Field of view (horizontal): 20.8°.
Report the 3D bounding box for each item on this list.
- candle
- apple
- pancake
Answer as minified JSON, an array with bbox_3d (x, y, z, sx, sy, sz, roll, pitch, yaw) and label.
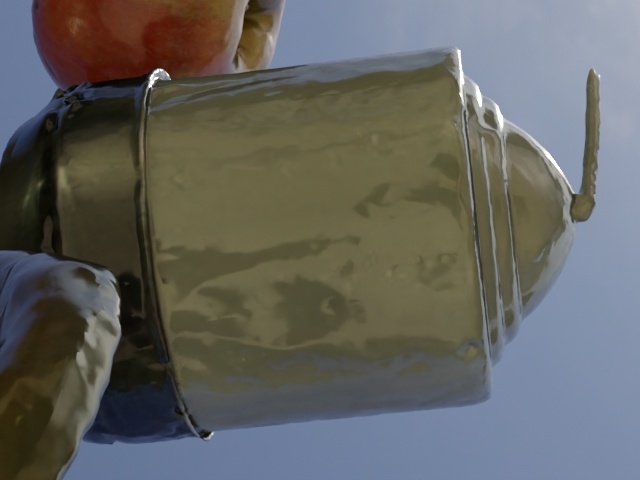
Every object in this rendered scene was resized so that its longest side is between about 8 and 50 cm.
[{"bbox_3d":[0.000,0.000,1.013,0.342,0.221,0.221,-6,-108,8],"label":"candle"},{"bbox_3d":[-0.114,-0.173,1.241,0.164,0.209,0.209,20,-122,13],"label":"apple"},{"bbox_3d":[-0.172,0.113,0.600,0.049,0.294,0.294,37,-122,-16],"label":"pancake"}]
